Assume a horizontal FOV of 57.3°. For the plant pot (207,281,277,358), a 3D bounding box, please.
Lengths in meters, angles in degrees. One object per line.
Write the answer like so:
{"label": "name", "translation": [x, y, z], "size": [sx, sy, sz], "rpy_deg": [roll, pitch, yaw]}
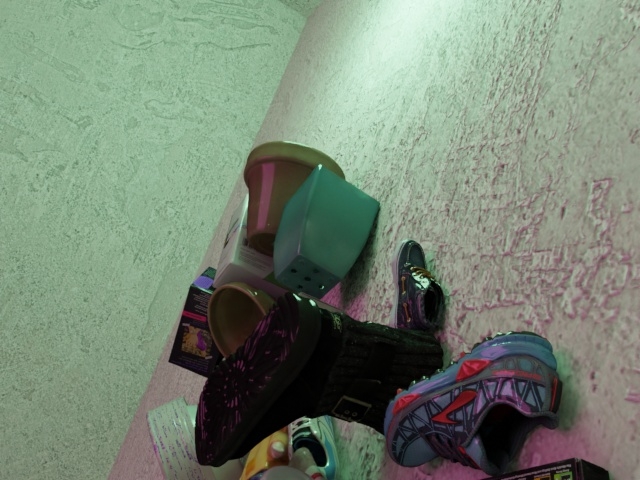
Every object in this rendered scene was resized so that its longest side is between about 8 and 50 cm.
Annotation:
{"label": "plant pot", "translation": [-0.165, 0.205, 1.461], "size": [0.110, 0.237, 0.237], "rpy_deg": [-24, -18, -48]}

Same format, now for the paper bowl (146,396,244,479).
{"label": "paper bowl", "translation": [-0.255, 0.469, 1.249], "size": [0.148, 0.284, 0.284], "rpy_deg": [-23, 11, -16]}

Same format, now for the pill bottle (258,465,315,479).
{"label": "pill bottle", "translation": [-0.071, 0.379, 0.718], "size": [0.180, 0.108, 0.108], "rpy_deg": [-56, 20, 14]}

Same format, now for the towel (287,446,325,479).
{"label": "towel", "translation": [-0.025, 0.440, 0.737], "size": [0.237, 0.037, 0.329], "rpy_deg": [-63, 19, -2]}

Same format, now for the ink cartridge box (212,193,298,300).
{"label": "ink cartridge box", "translation": [-0.156, 0.033, 1.596], "size": [0.117, 0.201, 0.278], "rpy_deg": [-48, 24, 38]}

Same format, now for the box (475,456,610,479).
{"label": "box", "translation": [0.192, 0.318, 0.553], "size": [0.191, 0.045, 0.184], "rpy_deg": [-42, 26, 48]}

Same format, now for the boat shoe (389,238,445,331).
{"label": "boat shoe", "translation": [0.161, 0.068, 0.940], "size": [0.083, 0.065, 0.183], "rpy_deg": [-36, 39, 50]}

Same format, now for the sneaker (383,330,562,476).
{"label": "sneaker", "translation": [0.163, 0.214, 0.675], "size": [0.262, 0.104, 0.125], "rpy_deg": [-50, 25, 35]}

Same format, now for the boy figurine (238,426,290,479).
{"label": "boy figurine", "translation": [-0.107, 0.408, 1.065], "size": [0.177, 0.092, 0.285], "rpy_deg": [-57, 5, 32]}

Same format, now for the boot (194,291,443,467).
{"label": "boot", "translation": [-0.009, 0.235, 0.860], "size": [0.348, 0.260, 0.131], "rpy_deg": [-49, 35, 31]}

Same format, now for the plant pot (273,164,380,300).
{"label": "plant pot", "translation": [0.000, 0.000, 1.245], "size": [0.165, 0.166, 0.234], "rpy_deg": [-46, 19, 43]}

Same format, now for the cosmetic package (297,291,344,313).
{"label": "cosmetic package", "translation": [-0.080, 0.266, 1.237], "size": [0.309, 0.113, 0.160], "rpy_deg": [-50, 23, 38]}

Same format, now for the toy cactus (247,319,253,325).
{"label": "toy cactus", "translation": [-0.205, 0.235, 1.648], "size": [0.180, 0.112, 0.219], "rpy_deg": [-79, 12, -63]}

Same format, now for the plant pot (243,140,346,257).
{"label": "plant pot", "translation": [-0.084, -0.081, 1.475], "size": [0.263, 0.263, 0.229], "rpy_deg": [-35, 37, 55]}

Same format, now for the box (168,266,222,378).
{"label": "box", "translation": [-0.329, 0.243, 1.743], "size": [0.165, 0.143, 0.270], "rpy_deg": [-60, -9, -70]}

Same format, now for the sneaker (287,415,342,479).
{"label": "sneaker", "translation": [-0.021, 0.334, 1.004], "size": [0.085, 0.086, 0.237], "rpy_deg": [-25, 29, -1]}
